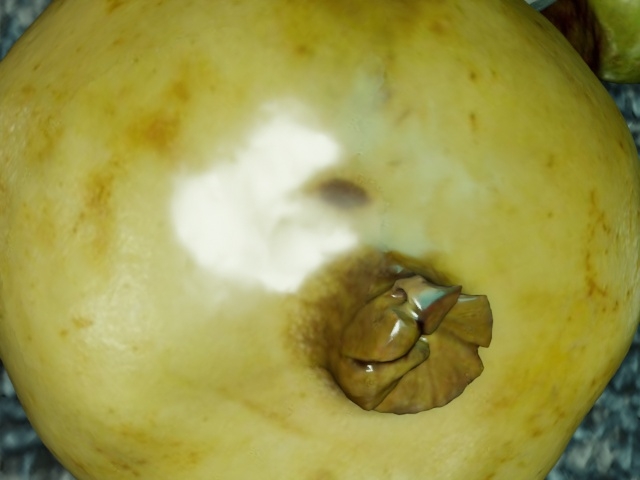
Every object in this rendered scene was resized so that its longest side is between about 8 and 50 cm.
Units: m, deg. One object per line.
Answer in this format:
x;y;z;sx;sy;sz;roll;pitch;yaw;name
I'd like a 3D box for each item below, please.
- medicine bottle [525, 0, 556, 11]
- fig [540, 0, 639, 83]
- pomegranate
0.029;-0.213;0.875;0.293;0.141;0.141;28;58;-57;medicine bottle
0.182;-0.170;1.037;0.144;0.165;0.154;41;15;19;fig
-0.007;-0.011;0.777;0.307;0.307;0.307;12;70;-35;pomegranate
